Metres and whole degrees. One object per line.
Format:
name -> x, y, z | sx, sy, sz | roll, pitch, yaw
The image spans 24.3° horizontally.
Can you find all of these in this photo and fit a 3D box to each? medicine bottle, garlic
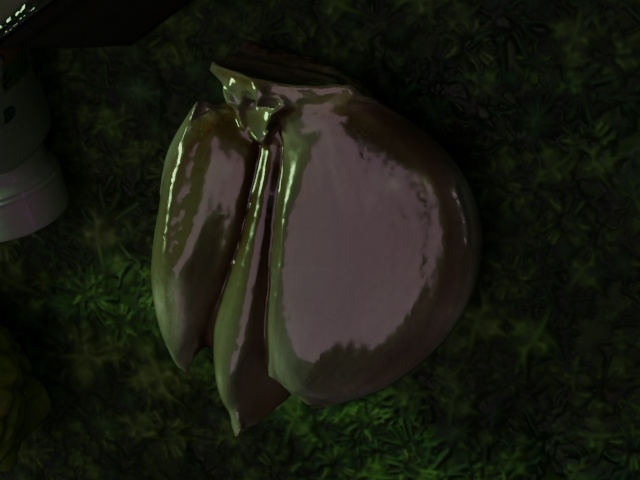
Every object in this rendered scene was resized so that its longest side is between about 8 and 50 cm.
medicine bottle -> -0.309, -0.148, 1.283 | 0.111, 0.161, 0.296 | -4, 118, 16
garlic -> -0.001, 0.000, 1.257 | 0.279, 0.132, 0.325 | 6, 105, 16

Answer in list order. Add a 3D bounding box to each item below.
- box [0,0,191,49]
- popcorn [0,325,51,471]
box -> -0.180, -0.258, 1.177 | 0.188, 0.252, 0.153 | -32, 89, 21
popcorn -> -0.377, 0.145, 1.369 | 0.256, 0.255, 0.195 | -11, 83, 50
